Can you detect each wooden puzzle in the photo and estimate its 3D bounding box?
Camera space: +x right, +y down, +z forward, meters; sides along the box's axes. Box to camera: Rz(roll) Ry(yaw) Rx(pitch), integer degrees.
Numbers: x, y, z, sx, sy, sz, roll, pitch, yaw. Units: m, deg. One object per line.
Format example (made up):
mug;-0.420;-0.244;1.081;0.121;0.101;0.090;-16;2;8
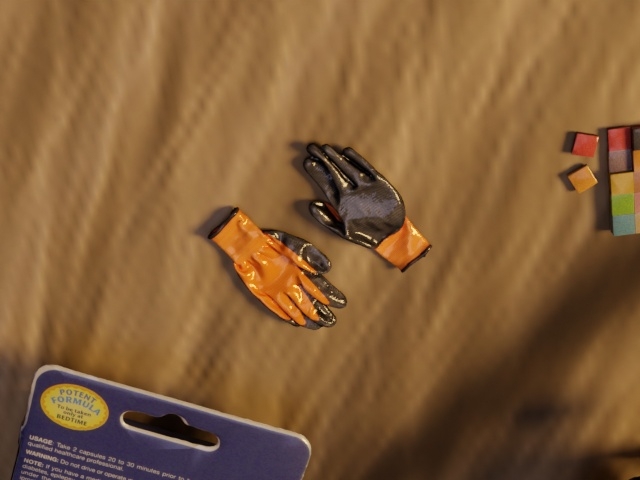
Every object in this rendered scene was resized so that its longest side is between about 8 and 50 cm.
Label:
wooden puzzle;0.150;-0.028;0.477;0.083;0.006;0.049;-7;113;6

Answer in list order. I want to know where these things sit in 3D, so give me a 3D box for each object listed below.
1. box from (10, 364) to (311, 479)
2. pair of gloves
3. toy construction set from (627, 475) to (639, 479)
box;-0.097;0.164;0.557;0.136;0.036;0.225;17;115;-5
pair of gloves;0.000;0.000;0.495;0.083;0.010;0.074;-39;106;17
toy construction set;0.248;0.198;0.478;0.309;0.257;0.237;-7;102;-16
